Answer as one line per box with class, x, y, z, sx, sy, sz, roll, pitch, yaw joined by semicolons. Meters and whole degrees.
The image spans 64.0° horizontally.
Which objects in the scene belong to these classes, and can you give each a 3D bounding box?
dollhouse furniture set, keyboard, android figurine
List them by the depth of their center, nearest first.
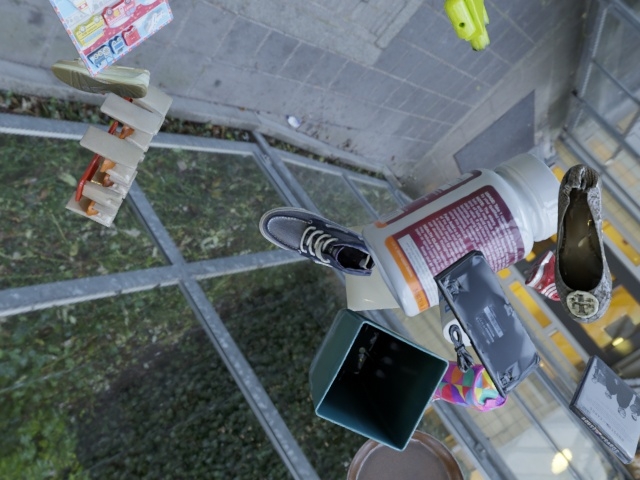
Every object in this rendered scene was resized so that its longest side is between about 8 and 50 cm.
keyboard;0.202;0.112;0.649;0.108;0.180;0.023;-33;-174;-21
dollhouse furniture set;-0.395;-0.189;0.960;0.262;0.135;0.258;-35;-146;53
android figurine;0.312;-0.564;1.132;0.056;0.248;0.273;-12;141;31

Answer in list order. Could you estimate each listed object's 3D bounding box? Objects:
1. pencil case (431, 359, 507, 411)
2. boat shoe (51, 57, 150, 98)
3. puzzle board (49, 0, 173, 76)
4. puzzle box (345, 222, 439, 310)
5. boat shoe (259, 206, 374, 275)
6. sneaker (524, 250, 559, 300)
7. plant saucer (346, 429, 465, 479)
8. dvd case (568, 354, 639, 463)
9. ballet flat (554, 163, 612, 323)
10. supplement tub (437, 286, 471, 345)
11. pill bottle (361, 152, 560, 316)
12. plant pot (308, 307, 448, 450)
pencil case;0.302;0.317;1.133;0.105;0.104;0.236;-27;-179;-24
boat shoe;-0.373;-0.284;0.873;0.153;0.048;0.056;7;159;-10
puzzle board;-0.223;-0.255;0.565;0.128;0.011;0.096;-49;157;-23
puzzle box;0.263;0.069;1.557;0.409;0.271;0.052;-8;171;29
boat shoe;0.000;0.000;1.362;0.158;0.341;0.127;-102;-153;-81
sneaker;0.739;0.123;1.636;0.221;0.128;0.087;-36;162;-45
plant saucer;0.219;0.649;1.322;0.311;0.310;0.050;-31;159;-12
dvd case;0.745;0.426;1.320;0.239;0.179;0.029;-31;162;-45
ballet flat;0.402;0.007;0.790;0.084;0.249;0.058;2;-175;37
supplement tub;0.223;0.104;0.809;0.071;0.071;0.107;-47;-159;33
pill bottle;0.310;-0.018;1.114;0.393;0.223;0.224;-28;163;1
plant pot;0.079;0.219;0.915;0.165;0.166;0.234;-62;-168;0
